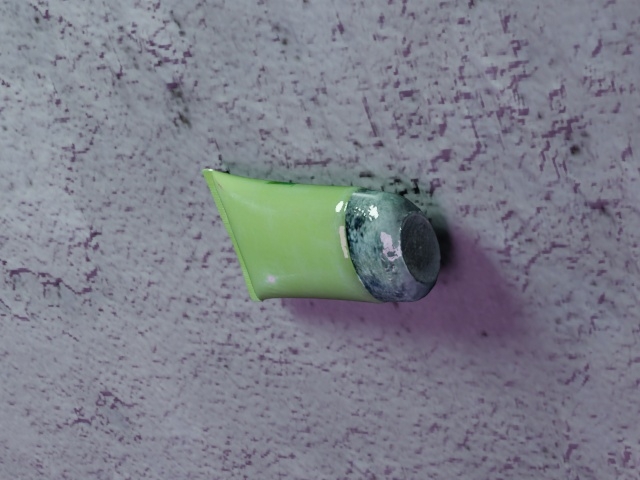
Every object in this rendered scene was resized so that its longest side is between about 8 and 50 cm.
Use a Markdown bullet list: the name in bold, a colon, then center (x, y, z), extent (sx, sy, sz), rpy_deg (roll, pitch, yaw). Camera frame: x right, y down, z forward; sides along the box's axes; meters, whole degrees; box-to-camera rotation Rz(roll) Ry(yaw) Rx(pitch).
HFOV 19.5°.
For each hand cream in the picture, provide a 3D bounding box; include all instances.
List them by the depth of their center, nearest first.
- **hand cream**: center (0.000, 0.000, 1.119), extent (0.175, 0.046, 0.095), rpy_deg (5, 123, 50)
